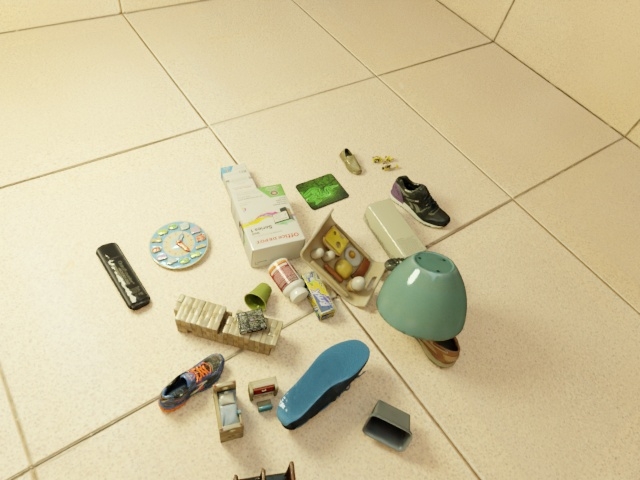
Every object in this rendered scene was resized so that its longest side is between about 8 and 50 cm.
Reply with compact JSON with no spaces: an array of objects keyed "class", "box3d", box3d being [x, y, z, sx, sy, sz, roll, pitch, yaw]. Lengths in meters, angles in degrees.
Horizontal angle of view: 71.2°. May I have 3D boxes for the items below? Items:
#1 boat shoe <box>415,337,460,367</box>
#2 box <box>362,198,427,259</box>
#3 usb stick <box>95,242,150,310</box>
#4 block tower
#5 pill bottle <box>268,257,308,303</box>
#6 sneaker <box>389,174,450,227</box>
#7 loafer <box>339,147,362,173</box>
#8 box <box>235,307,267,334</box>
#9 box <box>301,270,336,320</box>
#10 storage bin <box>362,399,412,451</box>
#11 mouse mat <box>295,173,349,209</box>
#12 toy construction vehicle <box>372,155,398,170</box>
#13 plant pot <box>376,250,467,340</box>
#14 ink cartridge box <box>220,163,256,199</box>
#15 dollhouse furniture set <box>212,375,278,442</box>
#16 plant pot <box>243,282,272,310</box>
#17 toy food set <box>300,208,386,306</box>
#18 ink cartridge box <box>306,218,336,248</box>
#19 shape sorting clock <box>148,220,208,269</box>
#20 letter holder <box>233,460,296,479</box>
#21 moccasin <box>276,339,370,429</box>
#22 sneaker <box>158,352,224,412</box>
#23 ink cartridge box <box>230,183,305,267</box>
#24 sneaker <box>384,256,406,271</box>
[{"class":"boat shoe","box3d":[0.353,0.277,1.518,0.123,0.116,0.324,-32,66,-29]},{"class":"box","box3d":[0.285,-0.027,1.743,0.113,0.094,0.275,-17,59,-22]},{"class":"usb stick","box3d":[-0.658,0.114,1.485,0.077,0.045,0.278,-25,62,-34]},{"class":"block tower","box3d":[-0.294,0.270,1.413,0.336,0.097,0.090,15,53,2]},{"class":"pill bottle","box3d":[-0.110,0.141,1.546,0.086,0.086,0.152,-25,62,-26]},{"class":"sneaker","box3d":[0.418,-0.163,1.849,0.283,0.124,0.107,34,56,14]},{"class":"loafer","box3d":[0.134,-0.352,1.978,0.056,0.050,0.148,-25,62,-26]},{"class":"box","box3d":[-0.213,0.248,1.373,0.084,0.018,0.067,-10,56,-18]},{"class":"box","box3d":[-0.010,0.190,1.550,0.059,0.054,0.168,-16,59,-21]},{"class":"storage bin","box3d":[0.201,0.543,1.318,0.135,0.098,0.091,25,26,8]},{"class":"mouse mat","box3d":[0.008,-0.208,1.876,0.190,0.007,0.152,-24,62,-24]},{"class":"toy construction vehicle","box3d":[0.293,-0.349,2.023,0.098,0.035,0.085,-13,47,-23]},{"class":"plant pot","box3d":[0.339,0.150,1.429,0.291,0.195,0.290,6,29,-3]},{"class":"ink cartridge box","box3d":[-0.323,-0.218,1.784,0.104,0.060,0.180,-15,58,-22]},{"class":"dollhouse furniture set","box3d":[-0.202,0.467,1.261,0.184,0.128,0.129,-8,56,-17]},{"class":"plant pot","box3d":[-0.203,0.185,1.508,0.083,0.083,0.079,25,42,8]},{"class":"toy food set","box3d":[0.093,0.059,1.580,0.306,0.092,0.219,45,53,-15]},{"class":"ink cartridge box","box3d":[0.000,0.000,1.663,0.056,0.099,0.135,29,55,10]},{"class":"shape sorting clock","box3d":[-0.505,0.012,1.592,0.207,0.040,0.206,5,53,-7]},{"class":"letter holder","box3d":[-0.124,0.704,1.049,0.152,0.214,0.301,-2,55,-12]},{"class":"moccasin","box3d":[0.005,0.427,1.347,0.342,0.116,0.138,-31,53,-23]},{"class":"sneaker","box3d":[-0.370,0.407,1.299,0.083,0.087,0.221,40,57,17]},{"class":"ink cartridge box","box3d":[-0.198,-0.059,1.656,0.202,0.117,0.278,-13,58,-20]},{"class":"sneaker","box3d":[0.333,0.128,1.626,0.235,0.106,0.078,9,26,-18]}]
